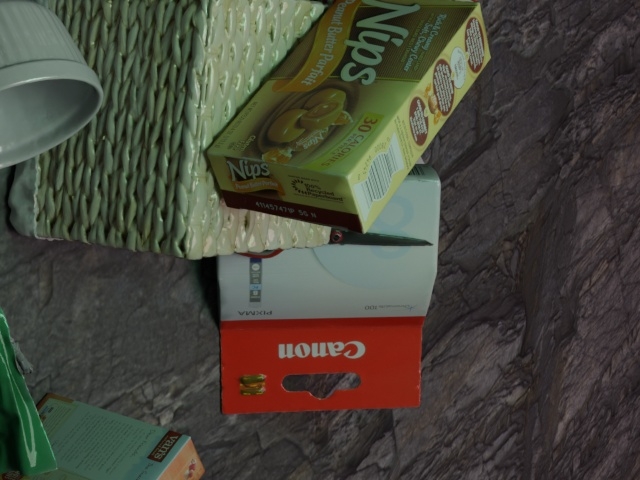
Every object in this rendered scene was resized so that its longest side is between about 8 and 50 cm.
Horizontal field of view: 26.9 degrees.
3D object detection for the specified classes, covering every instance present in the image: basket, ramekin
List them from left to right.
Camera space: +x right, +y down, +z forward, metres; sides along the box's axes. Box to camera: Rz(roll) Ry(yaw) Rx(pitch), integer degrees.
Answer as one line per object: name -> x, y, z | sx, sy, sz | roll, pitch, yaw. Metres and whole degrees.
ramekin -> -0.339, -0.161, 1.380 | 0.207, 0.207, 0.109 | -4, 66, -57
basket -> -0.157, -0.149, 1.605 | 0.328, 0.266, 0.331 | -6, 106, -57

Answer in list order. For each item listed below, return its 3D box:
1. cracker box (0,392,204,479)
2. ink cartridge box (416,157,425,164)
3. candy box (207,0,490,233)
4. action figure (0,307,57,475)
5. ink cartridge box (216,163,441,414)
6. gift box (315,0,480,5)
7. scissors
cracker box -> -0.275, 0.279, 1.578 | 0.156, 0.232, 0.067 | -51, 138, -36
ink cartridge box -> 0.110, 0.013, 2.252 | 0.296, 0.066, 0.261 | -62, 143, -25
candy box -> 0.038, -0.153, 1.486 | 0.316, 0.183, 0.088 | -53, 141, -35
action figure -> -0.376, 0.150, 1.513 | 0.063, 0.137, 0.232 | -55, 138, -71
ink cartridge box -> 0.006, 0.083, 1.903 | 0.091, 0.308, 0.385 | -108, -162, -71
gift box -> 0.117, -0.433, 1.920 | 0.255, 0.276, 0.258 | 8, 104, -53
scissors -> 0.000, 0.000, 1.822 | 0.021, 0.297, 0.109 | -110, -140, -72
